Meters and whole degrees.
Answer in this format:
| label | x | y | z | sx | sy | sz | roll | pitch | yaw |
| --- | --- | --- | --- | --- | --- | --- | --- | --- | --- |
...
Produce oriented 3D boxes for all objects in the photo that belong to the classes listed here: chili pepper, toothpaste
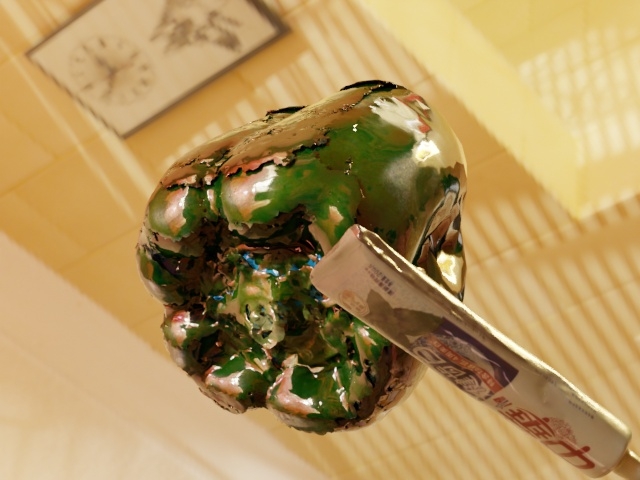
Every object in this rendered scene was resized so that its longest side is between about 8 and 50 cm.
| label | x | y | z | sx | sy | sz | roll | pitch | yaw |
| --- | --- | --- | --- | --- | --- | --- | --- | --- | --- |
| chili pepper | 0.000 | 0.000 | 1.071 | 0.256 | 0.233 | 0.248 | -43 | -39 | -54 |
| toothpaste | 0.096 | 0.072 | 0.766 | 0.233 | 0.060 | 0.038 | 36 | -132 | -11 |
